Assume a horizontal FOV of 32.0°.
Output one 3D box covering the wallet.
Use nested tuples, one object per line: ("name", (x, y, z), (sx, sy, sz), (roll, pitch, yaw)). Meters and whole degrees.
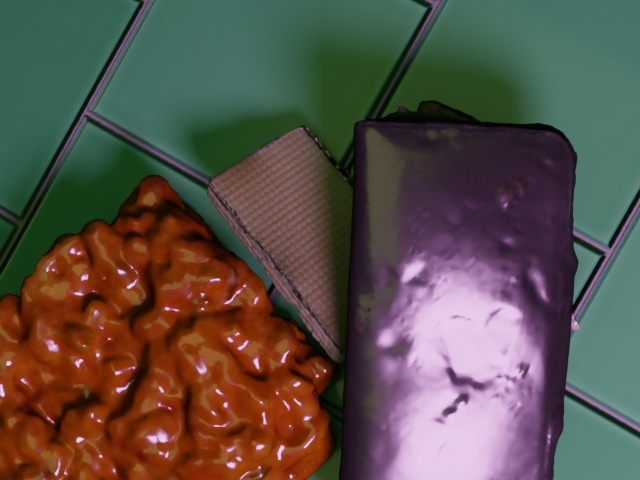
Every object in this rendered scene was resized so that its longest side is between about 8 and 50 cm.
("wallet", (0.115, 0.079, 0.941), (0.197, 0.051, 0.378), (1, 99, -6))

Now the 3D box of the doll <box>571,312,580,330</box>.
("doll", (0.187, 0.085, 0.993), (0.058, 0.040, 0.085), (41, 97, -4))

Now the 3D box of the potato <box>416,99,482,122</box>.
("potato", (0.117, -0.043, 0.989), (0.149, 0.081, 0.120), (36, 90, 9))

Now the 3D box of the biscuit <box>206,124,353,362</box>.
("biscuit", (0.000, 0.000, 1.002), (0.121, 0.040, 0.199), (-34, 81, -25))

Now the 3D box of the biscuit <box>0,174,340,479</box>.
("biscuit", (-0.161, 0.145, 1.005), (0.312, 0.110, 0.318), (-43, 82, 3))
